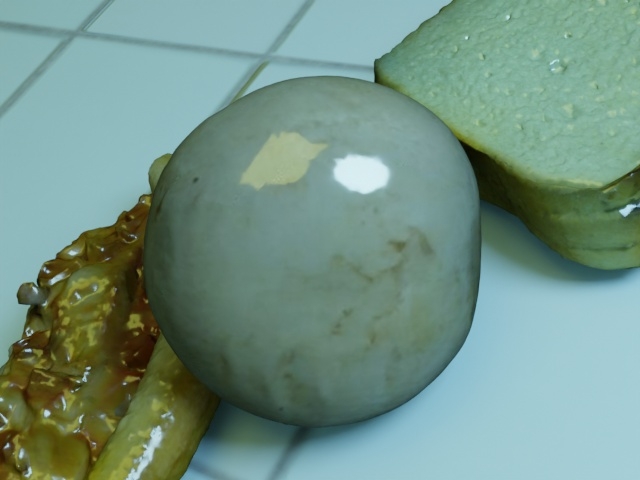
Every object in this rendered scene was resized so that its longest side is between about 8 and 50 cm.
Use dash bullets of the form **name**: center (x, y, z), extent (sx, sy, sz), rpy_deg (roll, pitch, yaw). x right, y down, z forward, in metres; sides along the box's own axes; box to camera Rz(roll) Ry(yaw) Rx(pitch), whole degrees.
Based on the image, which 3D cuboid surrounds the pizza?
- **pizza**: center (-0.146, 0.078, 0.679), extent (0.182, 0.074, 0.365), rpy_deg (5, 50, 17)

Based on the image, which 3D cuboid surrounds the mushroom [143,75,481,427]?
- **mushroom**: center (-0.006, -0.006, 0.611), extent (0.206, 0.206, 0.209), rpy_deg (-24, 42, 2)

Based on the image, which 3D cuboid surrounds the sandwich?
- **sandwich**: center (0.178, -0.102, 0.693), extent (0.226, 0.087, 0.251), rpy_deg (-39, 42, -16)
